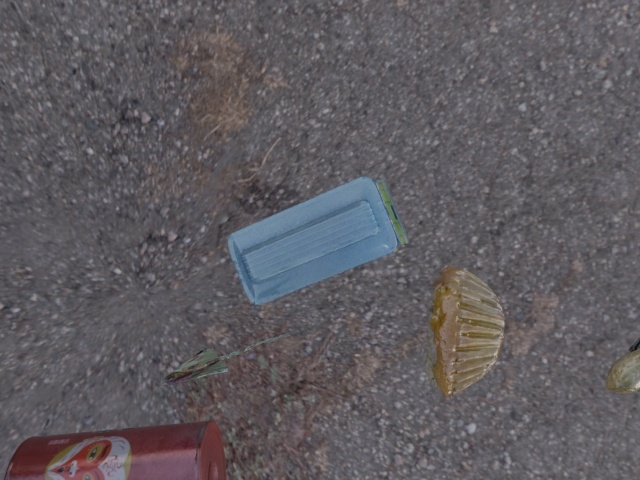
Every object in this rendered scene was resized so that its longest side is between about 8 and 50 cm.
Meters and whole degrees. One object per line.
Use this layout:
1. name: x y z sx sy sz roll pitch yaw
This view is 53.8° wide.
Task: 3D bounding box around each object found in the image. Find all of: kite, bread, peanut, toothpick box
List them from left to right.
1. toothpick box: -0.350 0.435 1.116 0.333 0.204 0.204 -6 87 4
2. kite: -0.172 0.204 1.077 0.250 0.229 0.012 -22 72 -11
3. bread: 0.283 0.183 1.276 0.149 0.274 0.274 3 84 8
4. peanut: 0.307 0.119 0.596 0.083 0.037 0.037 -35 95 5

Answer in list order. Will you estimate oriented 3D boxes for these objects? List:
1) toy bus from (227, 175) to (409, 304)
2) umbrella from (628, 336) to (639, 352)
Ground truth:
1. toy bus: 0.000 0.000 1.237 0.312 0.190 0.152 -22 87 17
2. umbrella: 0.357 0.103 0.675 0.083 0.031 0.020 -42 125 -20
